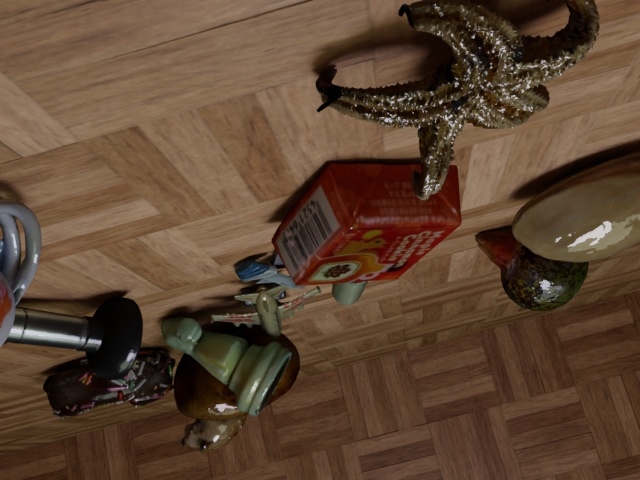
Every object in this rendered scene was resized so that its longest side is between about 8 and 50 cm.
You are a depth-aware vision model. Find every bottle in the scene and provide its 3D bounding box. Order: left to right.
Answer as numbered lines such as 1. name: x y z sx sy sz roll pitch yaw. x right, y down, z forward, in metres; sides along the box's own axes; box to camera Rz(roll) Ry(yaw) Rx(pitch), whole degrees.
1. bottle: 0.065 0.085 1.577 0.072 0.072 0.201 -12 163 -7

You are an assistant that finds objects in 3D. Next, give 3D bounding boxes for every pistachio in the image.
1. pistachio: 0.491 -0.055 1.323 0.292 0.162 0.181 -22 131 30

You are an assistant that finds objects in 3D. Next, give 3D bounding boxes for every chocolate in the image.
1. chocolate: 0.075 -0.021 1.143 0.234 0.108 0.237 -2 152 -29

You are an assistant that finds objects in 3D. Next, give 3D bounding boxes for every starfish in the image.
1. starfish: 0.145 -0.161 0.788 0.303 0.113 0.312 -12 154 -14

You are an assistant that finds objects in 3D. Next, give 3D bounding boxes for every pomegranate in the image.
1. pomegranate: 0.456 0.038 1.601 0.247 0.214 0.214 25 159 0

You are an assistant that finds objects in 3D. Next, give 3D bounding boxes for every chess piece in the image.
1. chess piece: -0.227 0.251 1.631 0.298 0.176 0.176 27 166 9

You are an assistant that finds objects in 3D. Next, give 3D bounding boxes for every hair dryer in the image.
1. hair dryer: -0.533 0.159 1.363 0.320 0.156 0.284 14 171 -33

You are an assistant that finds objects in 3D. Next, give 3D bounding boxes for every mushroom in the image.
1. mushroom: -0.223 0.362 1.849 0.345 0.260 0.345 -9 -168 2

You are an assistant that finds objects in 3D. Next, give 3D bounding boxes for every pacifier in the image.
1. pacifier: -0.485 0.042 0.853 0.232 0.244 0.299 16 159 5

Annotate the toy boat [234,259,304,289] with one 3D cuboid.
1. toy boat: -0.091 0.072 1.398 0.149 0.034 0.105 19 158 -14

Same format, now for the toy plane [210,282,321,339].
1. toy plane: -0.115 0.152 1.596 0.241 0.104 0.256 -15 164 -5

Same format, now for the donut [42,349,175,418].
1. donut: -0.533 0.377 1.947 0.345 0.136 0.259 0 161 -43

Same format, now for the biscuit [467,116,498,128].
1. biscuit: 0.235 -0.172 0.975 0.082 0.016 0.092 -25 162 17

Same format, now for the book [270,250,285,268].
1. book: 0.000 -0.001 1.335 0.157 0.026 0.231 -7 162 -15
